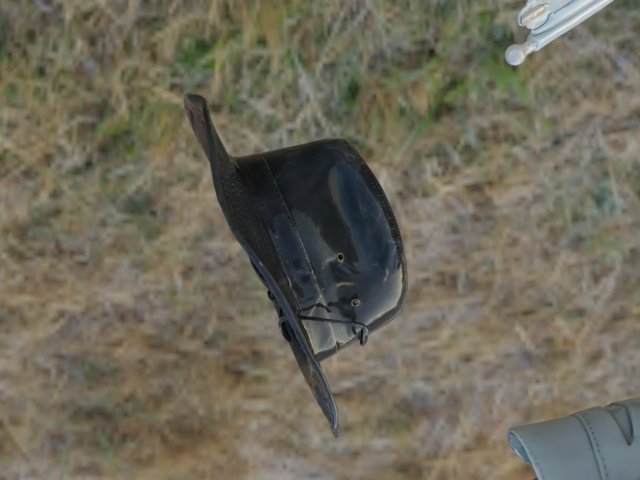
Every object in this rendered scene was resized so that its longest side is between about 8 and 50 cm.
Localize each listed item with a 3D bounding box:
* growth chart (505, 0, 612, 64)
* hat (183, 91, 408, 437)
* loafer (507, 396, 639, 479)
[{"bbox_3d":[0.200,-0.254,1.143,0.172,0.021,0.237,-30,137,-26],"label":"growth chart"},{"bbox_3d":[0.000,0.000,1.410,0.134,0.331,0.331,-24,139,-1],"label":"hat"},{"bbox_3d":[0.130,0.120,0.708,0.319,0.112,0.111,-41,101,-4],"label":"loafer"}]
